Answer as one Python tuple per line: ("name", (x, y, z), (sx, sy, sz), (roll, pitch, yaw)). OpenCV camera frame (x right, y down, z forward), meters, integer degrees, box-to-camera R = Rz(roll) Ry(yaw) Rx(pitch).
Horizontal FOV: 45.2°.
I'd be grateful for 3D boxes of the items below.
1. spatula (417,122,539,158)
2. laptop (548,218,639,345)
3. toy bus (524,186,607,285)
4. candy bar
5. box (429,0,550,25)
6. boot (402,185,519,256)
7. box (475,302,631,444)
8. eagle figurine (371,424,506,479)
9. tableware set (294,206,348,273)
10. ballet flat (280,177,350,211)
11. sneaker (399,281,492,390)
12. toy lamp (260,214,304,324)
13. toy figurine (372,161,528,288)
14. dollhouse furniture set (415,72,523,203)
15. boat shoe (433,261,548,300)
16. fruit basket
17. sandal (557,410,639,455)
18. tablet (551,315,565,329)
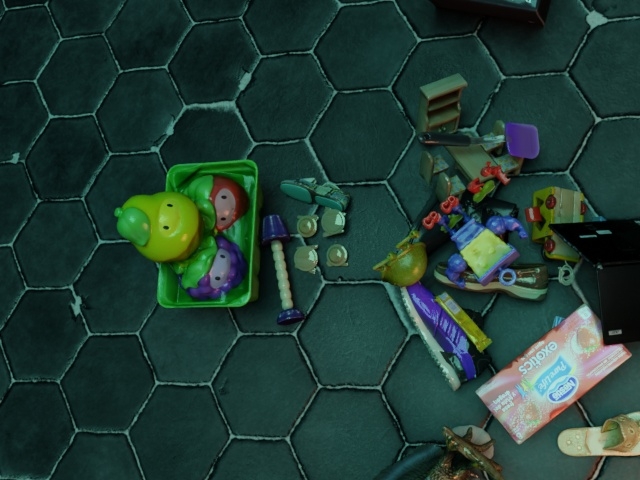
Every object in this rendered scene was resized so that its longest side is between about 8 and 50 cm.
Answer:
("spatula", (0.358, -0.225, 1.724), (0.296, 0.030, 0.084), (-1, 77, -10))
("laptop", (0.636, 0.079, 1.637), (0.234, 0.137, 0.264), (-3, 33, -22))
("toy bus", (0.531, -0.021, 1.741), (0.202, 0.104, 0.191), (-38, 96, -23))
("candy bar", (0.316, 0.177, 1.712), (0.040, 0.018, 0.161), (-34, 70, -21))
("box", (0.434, -0.749, 1.833), (0.293, 0.212, 0.396), (16, 102, 19))
("boot", (0.329, -0.013, 1.803), (0.207, 0.094, 0.246), (27, 79, 24))
("box", (0.495, 0.287, 1.647), (0.300, 0.154, 0.142), (-40, 72, 5))
("eagle figurine", (0.250, 0.541, 1.668), (0.298, 0.225, 0.226), (-62, 22, 26))
("tableware set", (0.000, 0.000, 1.928), (0.141, 0.020, 0.169), (-2, 87, 21))
("ballet flat", (-0.009, -0.125, 1.956), (0.188, 0.070, 0.070), (22, 83, 18))
("sneaker", (0.294, 0.185, 1.772), (0.146, 0.102, 0.293), (-28, 74, 1))
("toy lamp", (-0.098, 0.069, 1.918), (0.080, 0.080, 0.275), (-17, 73, 12))
("toy figurine", (0.319, 0.031, 1.651), (0.362, 0.191, 0.217), (-43, 74, 6))
("dollhouse furniture set", (0.329, -0.241, 1.788), (0.212, 0.161, 0.242), (-23, 57, -15))
("boat shoe", (0.392, 0.066, 1.759), (0.257, 0.095, 0.095), (8, 106, 8))
("fruit basket", (-0.298, -0.023, 1.848), (0.283, 0.392, 0.392), (-2, 76, 16))
("sandal", (0.624, 0.415, 1.620), (0.240, 0.079, 0.088), (-13, 73, 13))
("tablet", (0.546, 0.217, 1.731), (0.054, 0.006, 0.083), (16, 81, 19))
